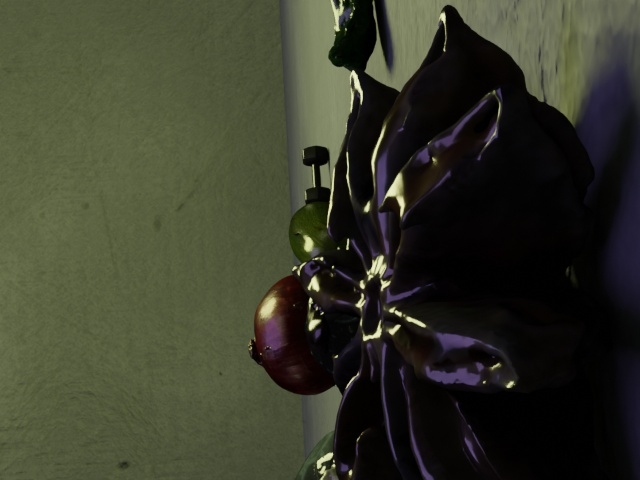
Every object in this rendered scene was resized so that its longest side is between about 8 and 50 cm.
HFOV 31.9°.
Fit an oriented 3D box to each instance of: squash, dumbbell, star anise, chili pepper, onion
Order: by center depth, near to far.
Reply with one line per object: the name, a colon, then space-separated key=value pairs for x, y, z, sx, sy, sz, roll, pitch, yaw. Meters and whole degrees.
star anise: x=0.045 y=0.022 z=0.415 sx=0.231 sy=0.089 sz=0.209 roll=-114 pitch=32 yaw=-64
chili pepper: x=0.014 y=-0.276 z=0.888 sx=0.122 sy=0.065 sz=0.279 roll=-134 pitch=38 yaw=-71
onion: x=-0.016 y=0.099 z=1.173 sx=0.131 sy=0.131 sz=0.131 roll=177 pitch=90 yaw=-86
squash: x=0.000 y=-0.003 z=1.236 sx=0.318 sy=0.071 sz=0.080 roll=-150 pitch=62 yaw=-85
dumbbell: x=-0.005 y=-0.087 z=1.540 sx=0.036 sy=0.040 sz=0.083 roll=22 pitch=-119 yaw=-59

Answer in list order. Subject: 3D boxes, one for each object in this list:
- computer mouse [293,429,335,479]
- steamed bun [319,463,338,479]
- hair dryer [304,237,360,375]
computer mouse: x=0.004 y=0.235 z=0.976 sx=0.231 sy=0.071 sz=0.126 roll=109 pitch=178 yaw=-51
steamed bun: x=-0.012 y=0.246 z=0.585 sx=0.272 sy=0.273 sz=0.290 roll=-47 pitch=-13 yaw=-22
hair dryer: x=0.037 y=0.016 z=0.920 sx=0.195 sy=0.075 sz=0.219 roll=74 pitch=-159 yaw=-64
